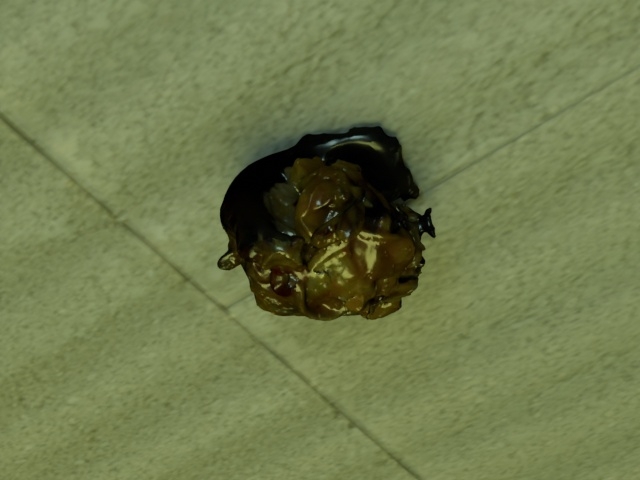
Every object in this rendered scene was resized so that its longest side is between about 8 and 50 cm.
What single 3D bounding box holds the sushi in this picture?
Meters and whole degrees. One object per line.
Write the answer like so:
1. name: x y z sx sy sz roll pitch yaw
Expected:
1. sushi: 0.006 -0.003 1.076 0.200 0.204 0.213 -25 128 20
